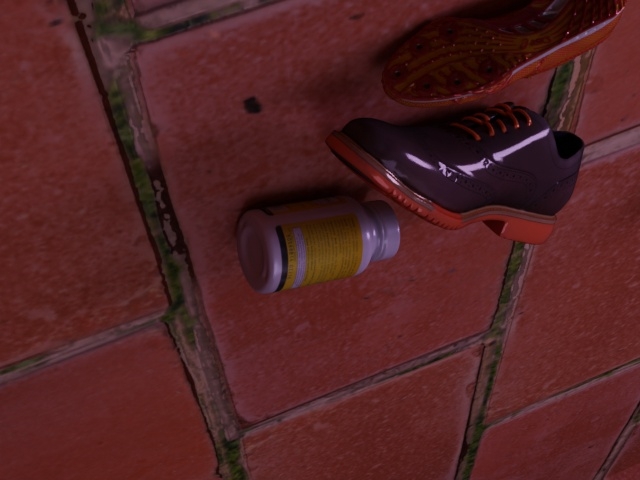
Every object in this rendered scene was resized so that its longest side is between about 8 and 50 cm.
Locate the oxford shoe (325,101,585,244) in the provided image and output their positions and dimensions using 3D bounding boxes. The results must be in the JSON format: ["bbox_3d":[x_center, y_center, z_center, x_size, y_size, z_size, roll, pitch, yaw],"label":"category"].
[{"bbox_3d":[0.107,-0.067,0.804,0.271,0.097,0.098,7,119,-52],"label":"oxford shoe"}]

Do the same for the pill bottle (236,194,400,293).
[{"bbox_3d":[0.000,0.000,0.833,0.116,0.065,0.065,-10,148,-26],"label":"pill bottle"}]

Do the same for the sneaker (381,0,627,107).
[{"bbox_3d":[0.125,-0.124,0.731,0.175,0.064,0.067,-19,161,-6],"label":"sneaker"}]
